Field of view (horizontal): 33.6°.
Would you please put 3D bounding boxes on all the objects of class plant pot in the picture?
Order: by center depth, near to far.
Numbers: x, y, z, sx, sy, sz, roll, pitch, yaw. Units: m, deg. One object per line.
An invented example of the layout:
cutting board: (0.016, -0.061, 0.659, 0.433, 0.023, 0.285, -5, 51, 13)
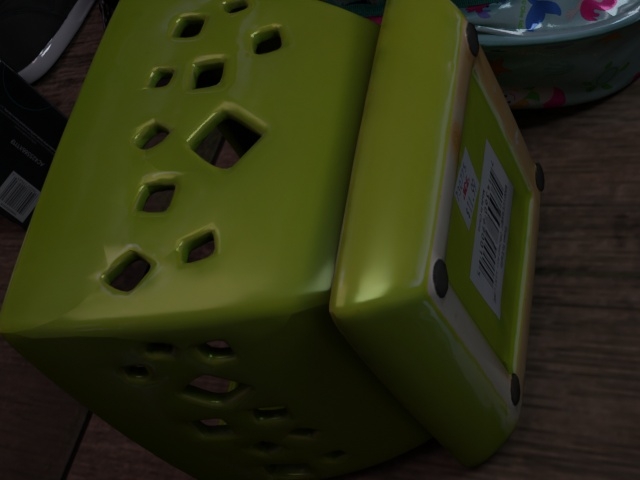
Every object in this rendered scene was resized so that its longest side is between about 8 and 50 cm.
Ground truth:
plant pot: (0.000, 0.000, 0.584, 0.207, 0.227, 0.228, -4, 58, 26)

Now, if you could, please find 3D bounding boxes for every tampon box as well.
tampon box: (-0.309, -0.101, 0.941, 0.161, 0.120, 0.101, 25, 76, 44)

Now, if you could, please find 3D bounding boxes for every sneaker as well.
sneaker: (-0.278, -0.312, 1.047, 0.104, 0.147, 0.296, 3, 61, 39)

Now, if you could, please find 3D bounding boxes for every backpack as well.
backpack: (0.099, -0.198, 0.653, 0.253, 0.191, 0.225, 5, 70, 9)

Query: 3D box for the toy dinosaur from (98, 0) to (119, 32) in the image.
toy dinosaur: (-0.143, -0.302, 0.952, 0.218, 0.164, 0.322, -41, 65, 28)
